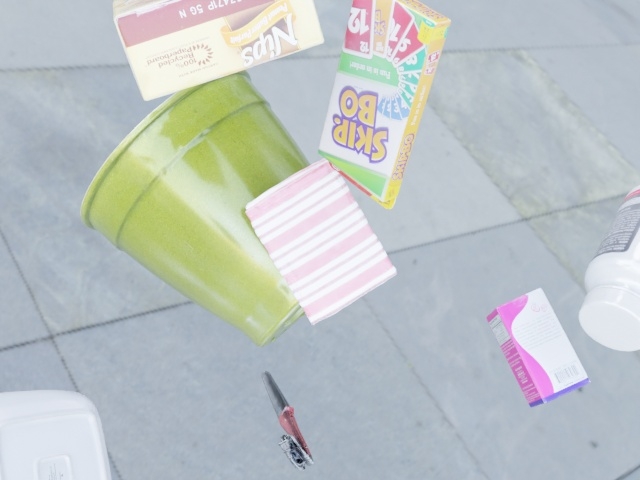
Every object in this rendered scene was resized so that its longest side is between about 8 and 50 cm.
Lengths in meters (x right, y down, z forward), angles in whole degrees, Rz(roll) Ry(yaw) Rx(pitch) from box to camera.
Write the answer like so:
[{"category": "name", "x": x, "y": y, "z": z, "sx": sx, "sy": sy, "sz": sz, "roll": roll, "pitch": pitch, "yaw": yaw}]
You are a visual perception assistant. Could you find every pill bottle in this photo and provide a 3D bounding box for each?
[{"category": "pill bottle", "x": 0.609, "y": 0.050, "z": 1.657, "sx": 0.176, "sy": 0.176, "sz": 0.318, "roll": 36, "pitch": 59, "yaw": 3}]

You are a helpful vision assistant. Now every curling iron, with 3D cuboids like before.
[{"category": "curling iron", "x": -0.064, "y": 0.308, "z": 1.553, "sx": 0.068, "sy": 0.035, "sz": 0.274, "roll": 53, "pitch": 3, "yaw": -29}]

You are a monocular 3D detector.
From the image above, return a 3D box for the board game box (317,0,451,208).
[{"category": "board game box", "x": 0.067, "y": -0.167, "z": 1.045, "sx": 0.039, "sy": 0.259, "sz": 0.124, "roll": -23, "pitch": 50, "yaw": -37}]

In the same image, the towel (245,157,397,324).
[{"category": "towel", "x": 0.000, "y": 0.000, "z": 1.228, "sx": 0.197, "sy": 0.144, "sz": 0.029, "roll": 59, "pitch": 5, "yaw": 3}]

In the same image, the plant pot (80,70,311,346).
[{"category": "plant pot", "x": -0.131, "y": -0.027, "z": 1.430, "sx": 0.353, "sy": 0.366, "sz": 0.366, "roll": 45, "pitch": 41, "yaw": 6}]

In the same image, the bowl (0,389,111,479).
[{"category": "bowl", "x": -0.218, "y": 0.182, "z": 0.670, "sx": 0.142, "sy": 0.053, "sz": 0.142, "roll": 4, "pitch": 69, "yaw": -53}]

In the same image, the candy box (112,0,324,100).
[{"category": "candy box", "x": -0.125, "y": -0.239, "z": 0.947, "sx": 0.183, "sy": 0.087, "sz": 0.316, "roll": -19, "pitch": 22, "yaw": -7}]

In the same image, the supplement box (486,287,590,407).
[{"category": "supplement box", "x": 0.458, "y": 0.229, "z": 1.861, "sx": 0.111, "sy": 0.114, "sz": 0.220, "roll": -22, "pitch": 76, "yaw": -8}]
